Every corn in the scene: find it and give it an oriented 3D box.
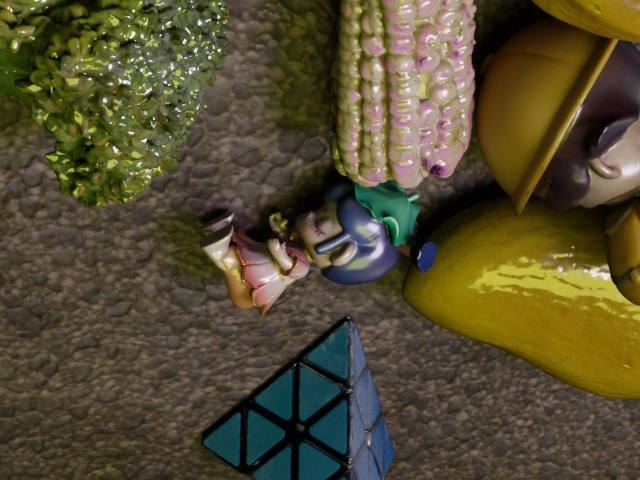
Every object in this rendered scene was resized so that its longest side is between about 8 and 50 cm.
[{"bbox_3d":[0.067,-0.188,1.179,0.126,0.127,0.335,-7,130,-8],"label":"corn"}]

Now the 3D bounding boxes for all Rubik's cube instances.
[{"bbox_3d":[0.031,0.229,1.488,0.190,0.178,0.211,29,119,-35],"label":"Rubik's cube"}]

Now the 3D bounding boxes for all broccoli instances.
[{"bbox_3d":[-0.196,-0.127,1.126,0.273,0.180,0.242,-12,132,-3],"label":"broccoli"}]

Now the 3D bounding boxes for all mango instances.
[{"bbox_3d":[0.252,0.043,1.405,0.331,0.142,0.195,22,118,-20],"label":"mango"}]

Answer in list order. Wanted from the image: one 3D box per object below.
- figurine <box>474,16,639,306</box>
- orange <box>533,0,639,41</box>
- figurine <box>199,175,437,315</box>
[{"bbox_3d":[0.232,-0.064,1.249,0.167,0.192,0.257,-30,86,-7],"label":"figurine"},{"bbox_3d":[0.248,-0.267,1.081,0.279,0.235,0.279,-3,128,-3],"label":"orange"},{"bbox_3d":[0.000,0.000,1.345,0.195,0.111,0.102,-20,114,7],"label":"figurine"}]
